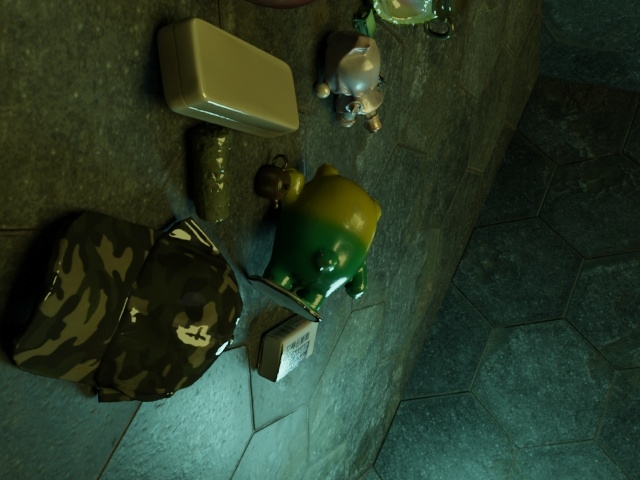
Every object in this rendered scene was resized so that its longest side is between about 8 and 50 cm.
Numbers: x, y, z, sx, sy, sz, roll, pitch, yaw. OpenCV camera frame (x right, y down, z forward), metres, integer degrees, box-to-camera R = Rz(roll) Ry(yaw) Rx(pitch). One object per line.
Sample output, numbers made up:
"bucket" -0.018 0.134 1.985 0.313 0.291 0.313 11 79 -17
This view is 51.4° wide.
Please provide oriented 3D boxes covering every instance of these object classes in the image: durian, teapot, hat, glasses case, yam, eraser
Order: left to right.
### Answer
"hat" -0.286 0.123 1.088 0.381 0.258 0.365 61 46 -84
"yam" -0.200 -0.127 1.235 0.078 0.078 0.179 -40 141 -50
"glasses case" -0.150 -0.275 1.178 0.336 0.076 0.143 2 79 -65
"teapot" -0.095 -0.131 1.461 0.076 0.068 0.121 6 101 -66
"eraser" -0.082 0.279 1.780 0.210 0.068 0.124 -24 127 -60
"durian" 0.203 -0.639 1.617 0.172 0.167 0.306 -57 164 -23
"teapot" 0.354 -0.703 1.901 0.185 0.176 0.267 -47 146 -40

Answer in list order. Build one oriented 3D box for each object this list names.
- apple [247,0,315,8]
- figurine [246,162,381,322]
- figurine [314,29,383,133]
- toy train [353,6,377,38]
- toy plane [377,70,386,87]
"apple" -0.076 -0.510 1.038 0.306 0.235 0.305 -39 137 -49
"figurine" 0.000 0.000 1.554 0.339 0.324 0.231 -61 -162 -15
"figurine" 0.082 -0.378 1.590 0.200 0.133 0.275 -37 143 -20
"toy train" 0.113 -0.537 1.664 0.056 0.038 0.093 -66 155 -19
"toy plane" 0.118 -0.444 1.719 0.197 0.054 0.078 13 59 -62
